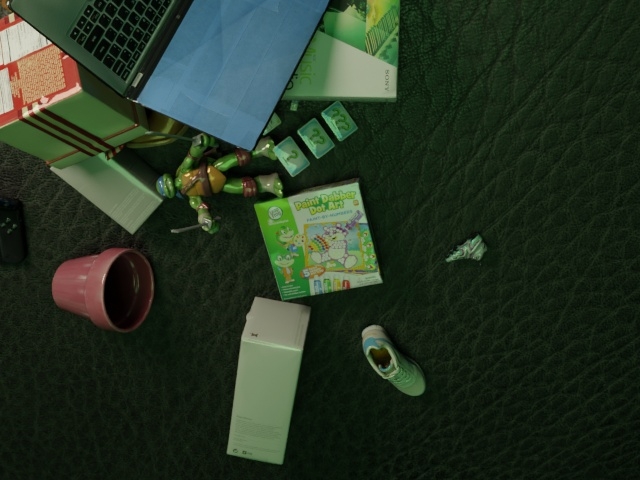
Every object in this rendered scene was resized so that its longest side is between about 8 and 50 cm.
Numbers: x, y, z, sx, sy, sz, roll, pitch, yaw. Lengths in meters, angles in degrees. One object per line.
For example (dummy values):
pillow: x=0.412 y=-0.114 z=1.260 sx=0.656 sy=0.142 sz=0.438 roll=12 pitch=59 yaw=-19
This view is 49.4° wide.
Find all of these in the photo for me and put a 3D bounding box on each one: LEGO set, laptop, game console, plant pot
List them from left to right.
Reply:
game console: x=-0.877 y=-0.039 z=1.632 sx=0.293 sy=0.173 sz=0.250 roll=7 pitch=117 yaw=3
plant pot: x=-0.530 y=0.114 z=1.671 sx=0.180 sy=0.201 sz=0.201 roll=3 pitch=118 yaw=22
laptop: x=-0.235 y=-0.432 z=1.221 sx=0.236 sy=0.382 sz=0.408 roll=15 pitch=164 yaw=40
LEGO set: x=-0.054 y=-0.281 z=1.452 sx=0.182 sy=0.060 sz=0.244 roll=-36 pitch=105 yaw=-3

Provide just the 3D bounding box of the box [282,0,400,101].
box: x=-0.004 y=-0.395 z=1.374 sx=0.322 sy=0.058 sz=0.232 roll=1 pitch=93 yaw=4

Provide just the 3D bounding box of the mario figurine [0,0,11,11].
mario figurine: x=-0.647 y=-0.600 z=1.321 sx=0.198 sy=0.170 sz=0.320 roll=-37 pitch=120 yaw=-15

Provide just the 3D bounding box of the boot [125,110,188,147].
boot: x=-0.321 y=-0.328 z=1.458 sx=0.283 sy=0.109 sz=0.220 roll=-19 pitch=114 yaw=13

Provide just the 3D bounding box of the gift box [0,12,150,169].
gift box: x=-0.520 y=-0.304 z=1.381 sx=0.276 sy=0.258 sz=0.255 roll=-15 pitch=75 yaw=16

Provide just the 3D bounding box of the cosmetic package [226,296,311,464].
cosmetic package: x=-0.130 y=0.348 z=1.732 sx=0.155 sy=0.197 sz=0.365 roll=11 pitch=119 yaw=1

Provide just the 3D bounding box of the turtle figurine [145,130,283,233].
turtle figurine: x=-0.214 y=-0.124 z=1.481 sx=0.266 sy=0.274 sz=0.197 roll=-14 pitch=81 yaw=-11

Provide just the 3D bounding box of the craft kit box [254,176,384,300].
craft kit box: x=0.000 y=0.000 z=1.601 sx=0.250 sy=0.061 sz=0.246 roll=-12 pitch=104 yaw=13

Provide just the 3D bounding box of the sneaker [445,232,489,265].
sneaker: x=0.345 y=0.036 z=1.607 sx=0.098 sy=0.038 sz=0.069 roll=-36 pitch=107 yaw=22

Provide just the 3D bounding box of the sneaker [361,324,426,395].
sneaker: x=0.181 y=0.318 z=1.738 sx=0.087 sy=0.092 sz=0.228 roll=-37 pitch=109 yaw=20

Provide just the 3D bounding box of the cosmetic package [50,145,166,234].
cosmetic package: x=-0.469 y=-0.143 z=1.575 sx=0.238 sy=0.107 sz=0.127 roll=44 pitch=112 yaw=-12
